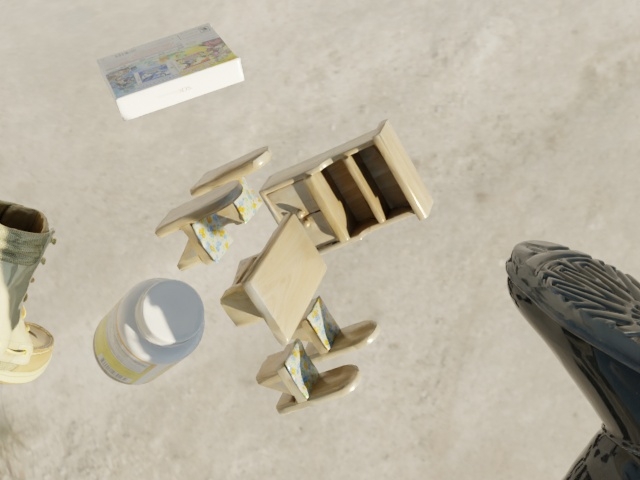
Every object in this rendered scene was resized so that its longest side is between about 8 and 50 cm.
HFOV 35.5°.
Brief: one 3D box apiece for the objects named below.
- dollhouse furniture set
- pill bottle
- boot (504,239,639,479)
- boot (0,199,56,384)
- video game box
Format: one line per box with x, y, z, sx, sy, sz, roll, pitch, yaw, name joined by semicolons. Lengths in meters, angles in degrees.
0.000;0.000;1.598;0.257;0.394;0.362;-22;110;27;dollhouse furniture set
-0.230;0.121;1.352;0.117;0.215;0.117;9;68;-23;pill bottle
0.279;0.273;1.112;0.146;0.367;0.445;-10;129;-45;boot
-0.361;0.060;1.164;0.095;0.262;0.203;27;93;18;boot
-0.246;-0.278;1.624;0.205;0.187;0.048;-21;122;-10;video game box
